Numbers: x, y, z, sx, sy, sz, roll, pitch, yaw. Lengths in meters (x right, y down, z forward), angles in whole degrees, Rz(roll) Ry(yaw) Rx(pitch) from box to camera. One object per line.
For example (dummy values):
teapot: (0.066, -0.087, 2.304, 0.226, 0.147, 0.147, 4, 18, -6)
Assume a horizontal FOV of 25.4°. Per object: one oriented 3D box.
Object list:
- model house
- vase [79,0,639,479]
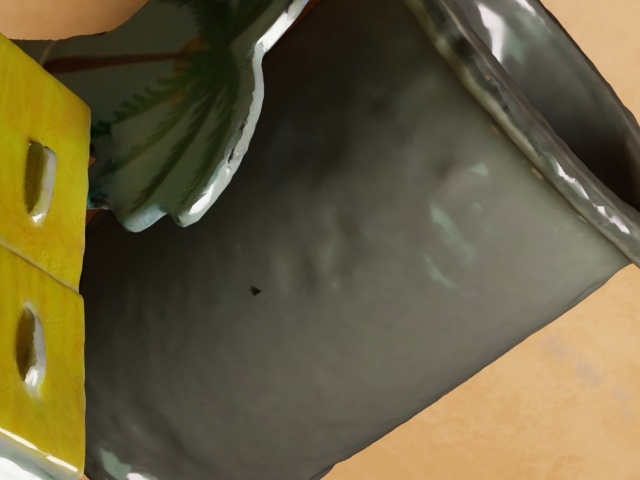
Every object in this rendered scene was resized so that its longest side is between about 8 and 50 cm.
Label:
model house: (-0.182, -0.084, 0.495, 0.340, 0.323, 0.300, -49, 132, -2)
vase: (0.000, 0.000, 0.698, 0.291, 0.245, 0.245, -37, 129, 19)
